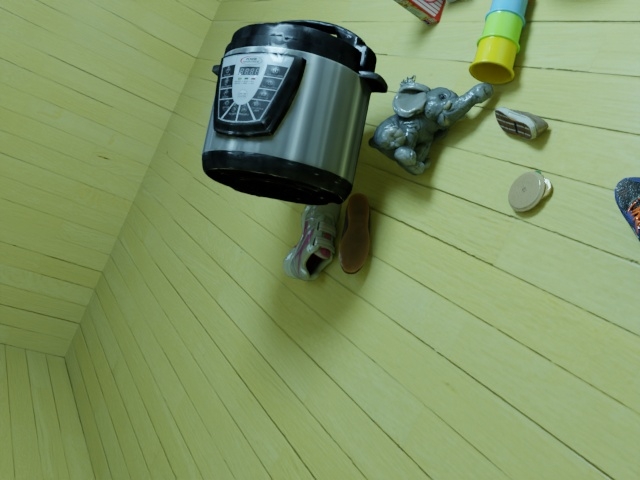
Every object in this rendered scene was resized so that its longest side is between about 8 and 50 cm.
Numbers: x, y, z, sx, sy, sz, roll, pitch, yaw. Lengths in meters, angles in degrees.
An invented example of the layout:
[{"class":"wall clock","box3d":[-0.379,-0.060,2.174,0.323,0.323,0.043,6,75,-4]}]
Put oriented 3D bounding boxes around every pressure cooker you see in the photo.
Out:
[{"class":"pressure cooker","box3d":[-0.073,-0.317,1.509,0.375,0.370,0.420,178,105,-69]}]

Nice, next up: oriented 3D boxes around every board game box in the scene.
[{"class":"board game box","box3d":[0.235,-0.651,1.592,0.045,0.194,0.146,5,76,56]}]

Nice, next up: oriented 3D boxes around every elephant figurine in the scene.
[{"class":"elephant figurine","box3d":[0.239,-0.275,1.431,0.239,0.186,0.169,-53,-10,4]}]

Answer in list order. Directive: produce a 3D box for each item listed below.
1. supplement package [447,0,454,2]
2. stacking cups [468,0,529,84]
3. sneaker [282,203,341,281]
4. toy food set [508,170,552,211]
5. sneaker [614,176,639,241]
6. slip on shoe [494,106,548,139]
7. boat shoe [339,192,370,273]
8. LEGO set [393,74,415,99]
[{"class":"supplement package","box3d":[0.337,-0.692,1.548,0.105,0.105,0.179,7,77,57]},{"class":"stacking cups","box3d":[0.397,-0.493,1.350,0.096,0.096,0.316,3,74,57]},{"class":"sneaker","box3d":[0.000,0.000,1.651,0.111,0.103,0.252,32,104,53]},{"class":"toy food set","box3d":[0.386,-0.092,1.193,0.083,0.020,0.082,-54,34,21]},{"class":"sneaker","box3d":[0.495,-0.021,0.927,0.083,0.087,0.221,-48,37,27]},{"class":"slip on shoe","box3d":[0.392,-0.235,1.255,0.041,0.051,0.135,-25,26,-7]},{"class":"boat shoe","box3d":[0.087,-0.010,1.554,0.073,0.073,0.206,91,-170,-67]},{"class":"LEGO set","box3d":[0.211,-0.388,1.629,0.054,0.023,0.083,34,100,57]}]
